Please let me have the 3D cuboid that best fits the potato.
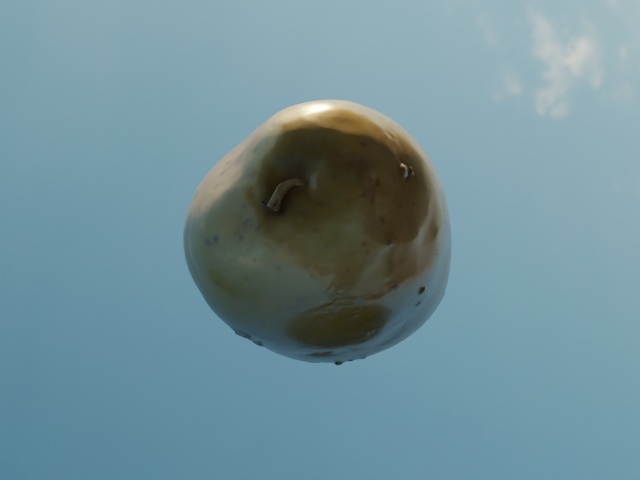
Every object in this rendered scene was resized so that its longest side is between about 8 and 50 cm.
[{"bbox_3d":[0.000,0.000,0.611,0.118,0.178,0.109,-31,-111,-4],"label":"potato"}]
